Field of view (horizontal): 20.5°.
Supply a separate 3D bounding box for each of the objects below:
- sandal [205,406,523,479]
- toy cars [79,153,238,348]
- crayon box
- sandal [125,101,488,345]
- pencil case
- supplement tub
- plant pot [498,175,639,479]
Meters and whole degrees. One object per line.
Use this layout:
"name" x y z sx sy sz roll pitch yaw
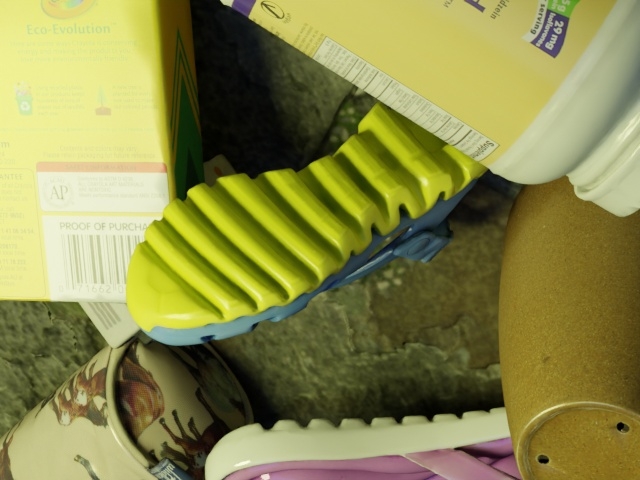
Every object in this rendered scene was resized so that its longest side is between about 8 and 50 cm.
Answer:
"sandal" 0.112 0.218 1.490 0.416 0.102 0.169 -3 148 2
"toy cars" -0.237 0.006 1.505 0.393 0.087 0.177 5 101 17
"crayon box" -0.200 -0.112 1.373 0.202 0.081 0.319 2 108 14
"sandal" 0.000 0.000 1.353 0.126 0.317 0.138 57 162 28
"pencil case" -0.234 0.247 1.668 0.410 0.160 0.183 -39 85 36
"supplement tub" 0.113 -0.187 1.170 0.331 0.241 0.241 31 129 -4
"plant pot" 0.228 0.086 1.319 0.237 0.254 0.237 10 129 13
